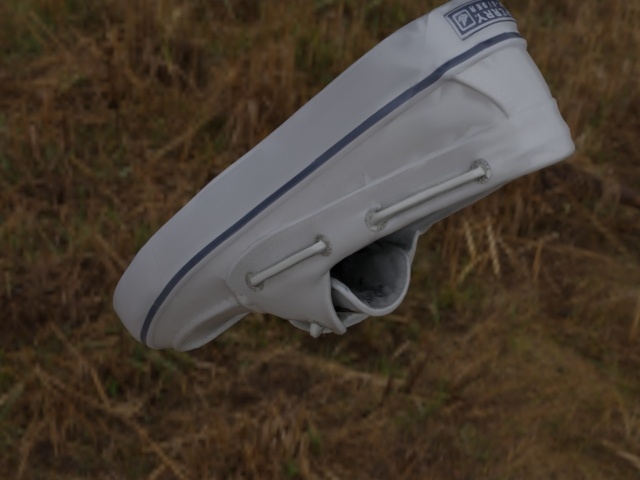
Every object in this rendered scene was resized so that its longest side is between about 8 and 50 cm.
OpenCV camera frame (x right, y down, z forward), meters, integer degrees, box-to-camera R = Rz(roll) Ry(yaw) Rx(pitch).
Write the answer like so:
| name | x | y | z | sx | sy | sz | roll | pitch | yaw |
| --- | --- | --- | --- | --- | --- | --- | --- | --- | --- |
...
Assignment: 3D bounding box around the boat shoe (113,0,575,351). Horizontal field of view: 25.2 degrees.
| name | x | y | z | sx | sy | sz | roll | pitch | yaw |
| --- | --- | --- | --- | --- | --- | --- | --- | --- | --- |
| boat shoe | 0.000 | 0.000 | 0.612 | 0.095 | 0.258 | 0.084 | -23 | 78 | -44 |
